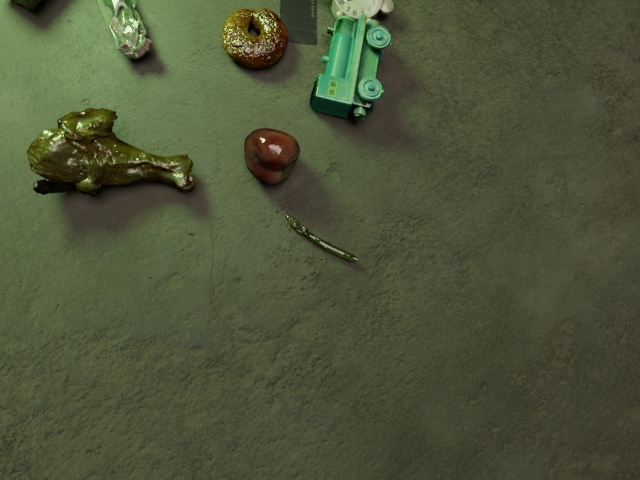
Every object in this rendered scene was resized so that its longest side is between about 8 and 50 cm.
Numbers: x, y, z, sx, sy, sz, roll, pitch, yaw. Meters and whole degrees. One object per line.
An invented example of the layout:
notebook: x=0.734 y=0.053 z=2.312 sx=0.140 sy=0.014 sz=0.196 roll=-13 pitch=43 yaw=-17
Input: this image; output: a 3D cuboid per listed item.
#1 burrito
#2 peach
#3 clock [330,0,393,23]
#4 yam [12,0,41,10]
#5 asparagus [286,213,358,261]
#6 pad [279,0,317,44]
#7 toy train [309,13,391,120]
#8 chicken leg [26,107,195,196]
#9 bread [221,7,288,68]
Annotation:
burrito: x=-0.535 y=-0.619 z=1.084 sx=0.096 sy=0.066 sz=0.310 roll=-26 pitch=86 yaw=-11
peach: x=-0.136 y=-0.228 z=1.087 sx=0.151 sy=0.152 sz=0.152 roll=1 pitch=83 yaw=-12
clock: x=0.106 y=-0.715 z=1.234 sx=0.229 sy=0.063 sz=0.156 roll=8 pitch=84 yaw=-8
yam: x=-0.716 y=-0.688 z=1.036 sx=0.107 sy=0.107 sz=0.194 roll=34 pitch=77 yaw=-6
asparagus: x=0.000 y=-0.001 z=1.140 sx=0.235 sy=0.027 sz=0.034 roll=31 pitch=73 yaw=-6
pad: x=-0.065 y=-0.657 z=1.219 sx=0.112 sy=0.003 sz=0.157 roll=1 pitch=83 yaw=-12
toy train: x=0.086 y=-0.496 z=1.175 sx=0.193 sy=0.120 sz=0.299 roll=11 pitch=81 yaw=-5
chicken leg: x=-0.504 y=-0.216 z=1.013 sx=0.360 sy=0.140 sz=0.212 roll=-6 pitch=105 yaw=-22
bread: x=-0.183 y=-0.571 z=1.154 sx=0.193 sy=0.064 sz=0.194 roll=2 pitch=80 yaw=-10
